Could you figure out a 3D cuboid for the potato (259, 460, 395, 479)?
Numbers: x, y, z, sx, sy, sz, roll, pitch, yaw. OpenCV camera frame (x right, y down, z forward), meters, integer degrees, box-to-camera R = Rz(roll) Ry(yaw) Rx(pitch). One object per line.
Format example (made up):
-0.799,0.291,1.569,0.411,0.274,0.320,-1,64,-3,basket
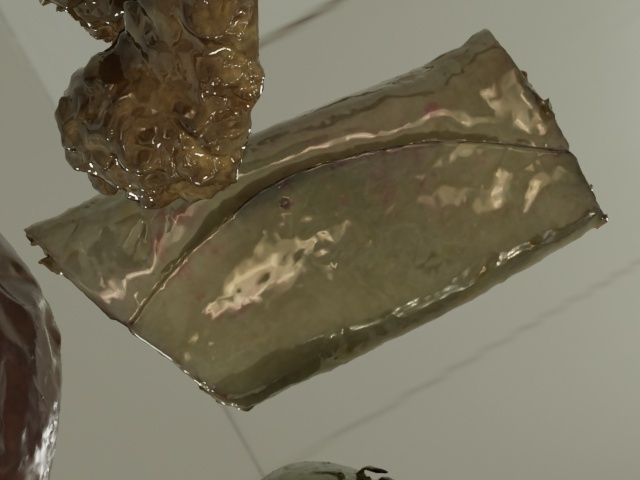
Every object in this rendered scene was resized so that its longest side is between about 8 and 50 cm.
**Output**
0.013,0.209,1.006,0.248,0.143,0.169,-173,-87,-70,potato

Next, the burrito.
-0.002,-0.003,1.016,0.299,0.143,0.105,-24,-168,-1,burrito

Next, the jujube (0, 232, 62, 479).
-0.348,0.089,1.389,0.276,0.276,0.377,-35,-121,-11,jujube

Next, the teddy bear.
-0.117,-0.162,0.685,0.222,0.296,0.246,2,-135,-21,teddy bear
